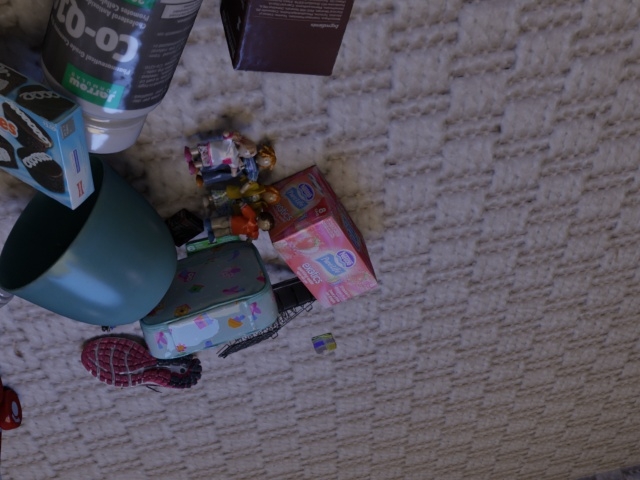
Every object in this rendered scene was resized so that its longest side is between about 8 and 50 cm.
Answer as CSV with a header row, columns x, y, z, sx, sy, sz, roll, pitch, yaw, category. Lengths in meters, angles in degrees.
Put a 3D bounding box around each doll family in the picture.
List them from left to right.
x,y,z,sx,sy,sz,roll,pitch,yaw,category
-0.163,-0.124,1.686,0.163,0.118,0.263,-10,124,2,doll family

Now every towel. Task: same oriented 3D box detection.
x,y,z,sx,sy,sz,roll,pitch,yaw,category
0.010,0.283,2.316,0.060,0.009,0.083,-16,143,1,towel

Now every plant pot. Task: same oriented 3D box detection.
x,y,z,sx,sy,sz,roll,pitch,yaw,category
-0.412,0.025,1.579,0.293,0.293,0.235,-34,128,22,plant pot

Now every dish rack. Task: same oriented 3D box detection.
x,y,z,sx,sy,sz,roll,pitch,yaw,category
-0.135,0.188,2.044,0.208,0.074,0.271,-14,158,-47,dish rack

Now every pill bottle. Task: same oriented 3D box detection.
x,y,z,sx,sy,sz,roll,pitch,yaw,category
-0.309,-0.318,1.291,0.204,0.204,0.361,7,137,-27,pill bottle

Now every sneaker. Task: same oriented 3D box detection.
x,y,z,sx,sy,sz,roll,pitch,yaw,category
-0.454,0.321,2.121,0.299,0.121,0.112,17,163,-25,sneaker

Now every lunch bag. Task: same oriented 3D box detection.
x,y,z,sx,sy,sz,roll,pitch,yaw,category
-0.238,0.110,1.690,0.279,0.224,0.108,-17,127,-6,lunch bag

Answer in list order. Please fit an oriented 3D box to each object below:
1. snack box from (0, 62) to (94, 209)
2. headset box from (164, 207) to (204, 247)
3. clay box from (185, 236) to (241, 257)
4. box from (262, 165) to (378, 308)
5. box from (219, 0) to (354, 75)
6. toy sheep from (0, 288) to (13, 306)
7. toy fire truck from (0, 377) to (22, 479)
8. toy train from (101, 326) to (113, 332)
x,y,z,sx,sy,sz,roll,pitch,yaw,category
-0.506,-0.195,1.332,0.322,0.060,0.187,28,143,16,snack box
-0.293,-0.028,1.800,0.083,0.032,0.062,-30,140,20,headset box
-0.226,0.078,1.940,0.127,0.053,0.222,-14,143,-3,clay box
0.000,0.000,1.841,0.142,0.154,0.300,-24,141,10,box
-0.052,-0.390,1.320,0.167,0.168,0.203,-1,140,-19,box
-0.692,0.104,1.783,0.132,0.091,0.091,-15,147,30,toy sheep
-0.843,0.463,2.039,0.169,0.254,0.302,-14,143,-3,toy fire truck
-0.483,0.164,1.980,0.036,0.027,0.158,-3,141,-34,toy train
